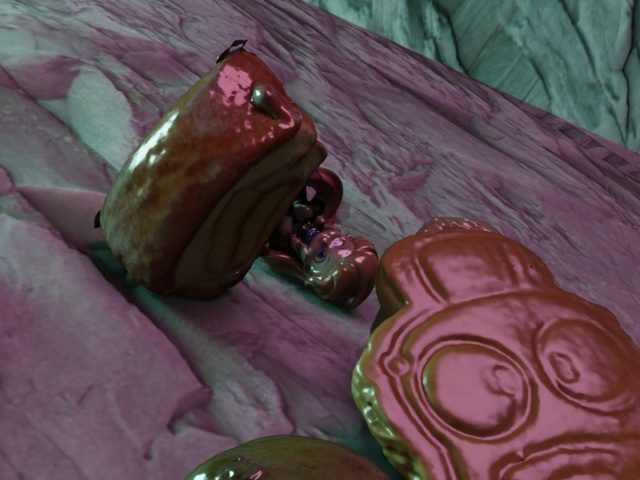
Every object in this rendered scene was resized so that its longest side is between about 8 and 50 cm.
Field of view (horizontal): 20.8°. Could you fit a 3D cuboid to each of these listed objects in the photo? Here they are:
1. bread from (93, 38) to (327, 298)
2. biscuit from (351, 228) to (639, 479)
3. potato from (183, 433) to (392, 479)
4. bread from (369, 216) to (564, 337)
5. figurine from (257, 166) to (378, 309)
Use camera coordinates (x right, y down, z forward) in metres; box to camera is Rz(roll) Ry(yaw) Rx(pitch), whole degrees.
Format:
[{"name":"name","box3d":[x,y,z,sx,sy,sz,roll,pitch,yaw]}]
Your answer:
[{"name":"bread","box3d":[-0.097,-0.057,1.600,0.123,0.244,0.190,45,30,24]},{"name":"biscuit","box3d":[0.165,0.134,1.444,0.269,0.051,0.376,-8,53,-24]},{"name":"potato","box3d":[-0.014,0.203,1.033,0.174,0.159,0.251,47,22,-20]},{"name":"bread","box3d":[0.135,0.066,1.633,0.148,0.141,0.134,26,40,4]},{"name":"figurine","box3d":[-0.005,0.001,1.781,0.157,0.126,0.114,49,-25,1]}]
